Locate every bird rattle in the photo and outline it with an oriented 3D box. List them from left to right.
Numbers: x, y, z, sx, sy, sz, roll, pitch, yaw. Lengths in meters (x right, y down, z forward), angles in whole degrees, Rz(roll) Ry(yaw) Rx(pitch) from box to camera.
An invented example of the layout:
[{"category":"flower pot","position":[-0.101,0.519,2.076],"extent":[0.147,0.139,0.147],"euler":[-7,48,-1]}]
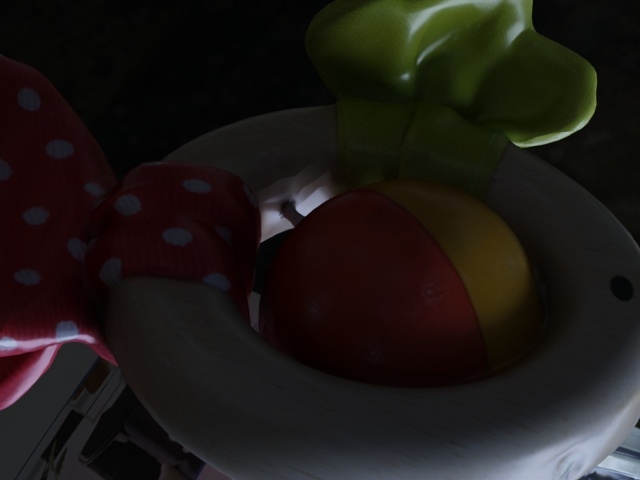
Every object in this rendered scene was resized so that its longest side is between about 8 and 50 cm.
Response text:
[{"category":"bird rattle","position":[0.000,0.000,0.472],"extent":[0.253,0.143,0.207],"euler":[-13,-140,-38]}]

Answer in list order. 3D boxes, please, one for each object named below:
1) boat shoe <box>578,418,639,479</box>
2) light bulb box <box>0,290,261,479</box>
[{"category":"boat shoe","position":[0.199,0.198,1.185],"extent":[0.187,0.500,0.156],"euler":[30,-85,45]},{"category":"light bulb box","position":[-0.029,0.249,0.724],"extent":[0.361,0.358,0.225],"euler":[-57,-149,-9]}]
